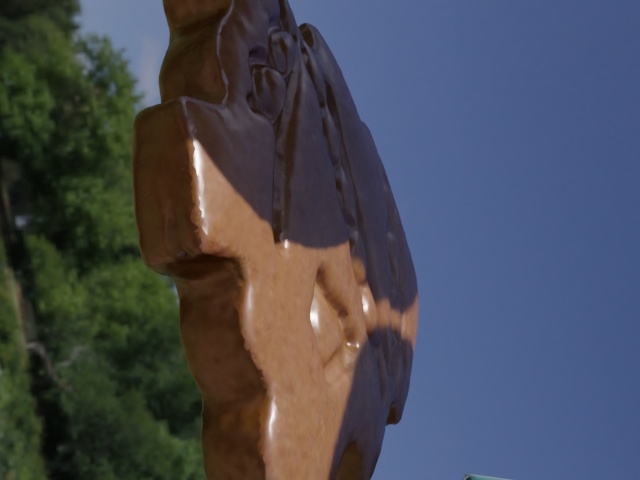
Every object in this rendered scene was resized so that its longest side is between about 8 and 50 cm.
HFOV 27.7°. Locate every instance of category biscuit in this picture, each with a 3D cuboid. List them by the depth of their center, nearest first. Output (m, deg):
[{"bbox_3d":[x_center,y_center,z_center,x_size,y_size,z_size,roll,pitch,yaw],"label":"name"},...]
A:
[{"bbox_3d":[0.000,0.000,0.618,0.306,0.043,0.284,25,56,-68],"label":"biscuit"}]

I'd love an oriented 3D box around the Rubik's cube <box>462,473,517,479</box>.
[{"bbox_3d":[0.233,0.375,1.188,0.221,0.231,0.224,62,41,-45],"label":"Rubik's cube"}]
